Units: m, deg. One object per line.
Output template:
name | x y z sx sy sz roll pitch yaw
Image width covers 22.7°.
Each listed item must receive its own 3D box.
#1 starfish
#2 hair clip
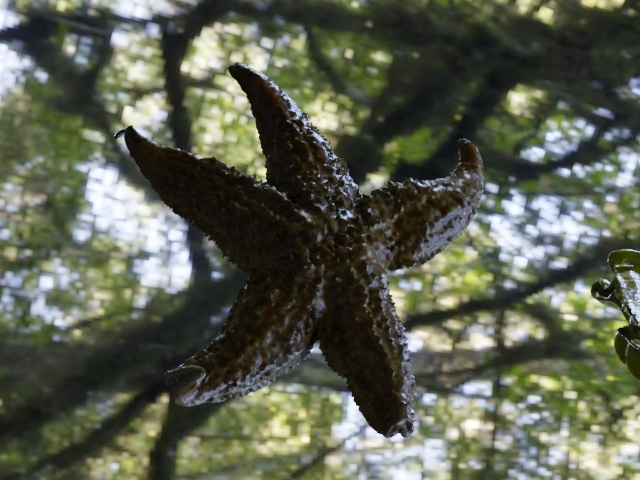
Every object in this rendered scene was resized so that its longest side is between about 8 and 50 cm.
starfish | 0.000 -0.001 0.850 0.227 0.240 0.043 52 -32 12
hair clip | 0.220 0.060 1.051 0.173 0.072 0.046 -104 -146 -65
